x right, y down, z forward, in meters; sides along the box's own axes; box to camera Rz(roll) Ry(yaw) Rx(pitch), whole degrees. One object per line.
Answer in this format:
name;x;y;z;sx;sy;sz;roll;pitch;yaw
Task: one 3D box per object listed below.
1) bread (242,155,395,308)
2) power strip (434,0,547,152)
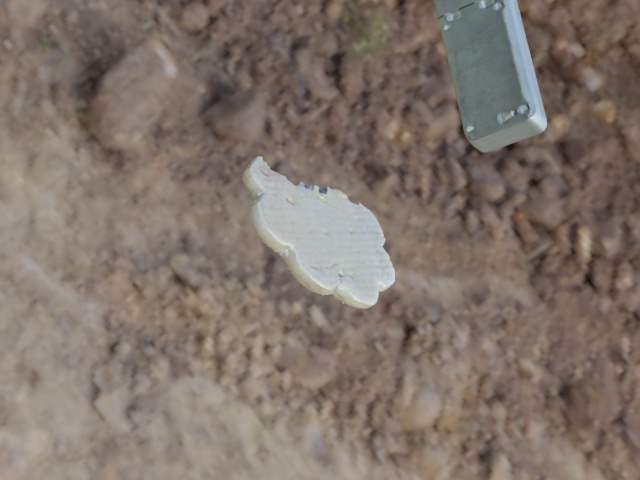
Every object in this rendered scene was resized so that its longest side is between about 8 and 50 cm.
bread;0.000;0.000;1.723;0.251;0.039;0.182;22;44;-44
power strip;0.193;-0.249;1.677;0.053;0.093;0.288;32;44;-56
